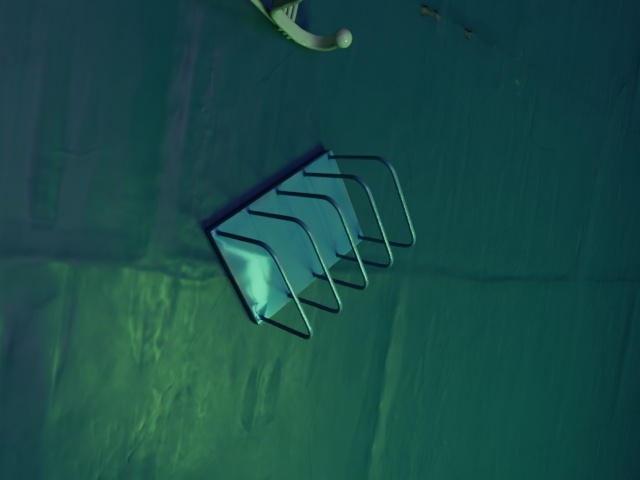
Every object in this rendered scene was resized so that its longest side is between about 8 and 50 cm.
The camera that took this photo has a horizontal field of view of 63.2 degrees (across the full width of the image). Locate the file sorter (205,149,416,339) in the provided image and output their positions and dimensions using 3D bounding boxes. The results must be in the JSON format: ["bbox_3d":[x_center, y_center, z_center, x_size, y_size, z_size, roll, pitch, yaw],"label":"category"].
[{"bbox_3d":[0.000,0.000,0.527,0.170,0.104,0.118,-38,121,-29],"label":"file sorter"}]

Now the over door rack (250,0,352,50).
[{"bbox_3d":[-0.048,-0.320,0.393,0.324,0.108,0.240,12,89,-54],"label":"over door rack"}]
